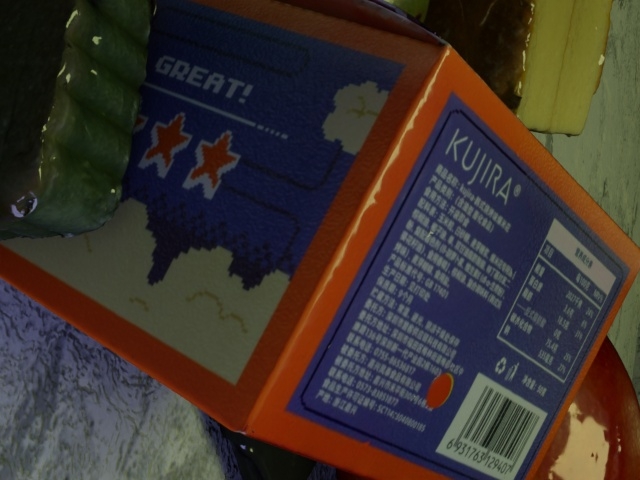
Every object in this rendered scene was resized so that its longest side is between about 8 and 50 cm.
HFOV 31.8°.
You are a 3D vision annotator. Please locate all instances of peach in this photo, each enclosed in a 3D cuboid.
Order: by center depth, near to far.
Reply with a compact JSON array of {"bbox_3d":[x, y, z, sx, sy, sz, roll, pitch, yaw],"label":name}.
[{"bbox_3d":[0.194,0.215,1.286,0.388,0.388,0.388,-7,98,-63],"label":"peach"}]

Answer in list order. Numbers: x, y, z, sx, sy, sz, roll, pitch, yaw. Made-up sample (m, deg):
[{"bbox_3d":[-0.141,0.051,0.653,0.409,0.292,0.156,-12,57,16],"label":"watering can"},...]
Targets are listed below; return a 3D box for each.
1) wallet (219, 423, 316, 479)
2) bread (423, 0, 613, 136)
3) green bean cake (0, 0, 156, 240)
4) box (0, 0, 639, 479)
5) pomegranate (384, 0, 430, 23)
[{"bbox_3d":[-0.059,0.096,1.113,0.197,0.051,0.377,-56,138,-50],"label":"wallet"},{"bbox_3d":[0.154,-0.264,1.198,0.207,0.279,0.279,-8,108,-51],"label":"bread"},{"bbox_3d":[-0.197,-0.086,0.687,0.094,0.173,0.181,35,58,-58],"label":"green bean cake"},{"bbox_3d":[0.000,0.000,0.809,0.349,0.319,0.257,33,85,-49],"label":"box"},{"bbox_3d":[-0.009,-0.256,1.046,0.263,0.211,0.211,56,37,-13],"label":"pomegranate"}]
